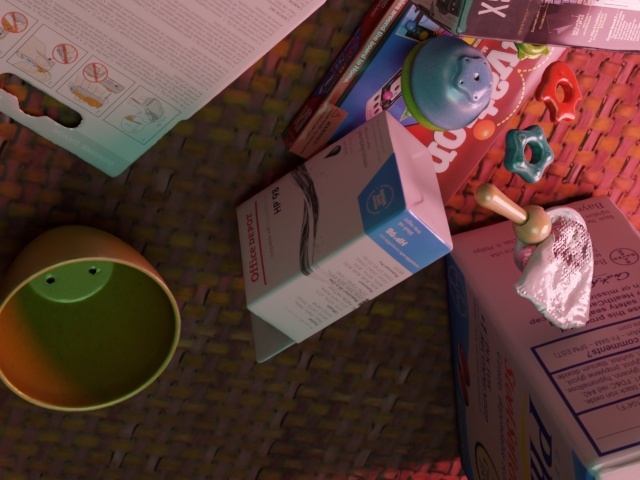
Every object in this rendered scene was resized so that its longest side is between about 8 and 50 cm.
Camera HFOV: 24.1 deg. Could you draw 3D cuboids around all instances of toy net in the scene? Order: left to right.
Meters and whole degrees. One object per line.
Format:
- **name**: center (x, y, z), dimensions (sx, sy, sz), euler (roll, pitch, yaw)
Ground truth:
- **toy net**: center (0.147, -0.049, 1.080), dimensions (0.122, 0.045, 0.232), euler (-29, 103, -31)

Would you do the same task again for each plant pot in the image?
- **plant pot**: center (-0.176, 0.042, 1.085), dimensions (0.134, 0.095, 0.134), euler (-8, 125, -12)

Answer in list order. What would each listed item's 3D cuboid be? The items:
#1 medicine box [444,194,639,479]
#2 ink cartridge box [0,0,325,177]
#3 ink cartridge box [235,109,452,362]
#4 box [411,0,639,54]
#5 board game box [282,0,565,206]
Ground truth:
- **medicine box**: center (0.218, 0.158, 1.173), dimensions (0.149, 0.289, 0.264), euler (-14, 126, -9)
- **ink cartridge box**: center (-0.135, -0.157, 1.004), dimensions (0.181, 0.056, 0.224), euler (32, 128, -33)
- **ink cartridge box**: center (0.000, 0.000, 1.086), dimensions (0.180, 0.104, 0.060), euler (-32, 132, 23)
- **box**: center (0.213, -0.275, 0.976), dimensions (0.242, 0.076, 0.307), euler (1, 118, -25)
- **board game box**: center (0.108, -0.152, 1.089), dimensions (0.145, 0.027, 0.281), euler (23, 114, -31)
